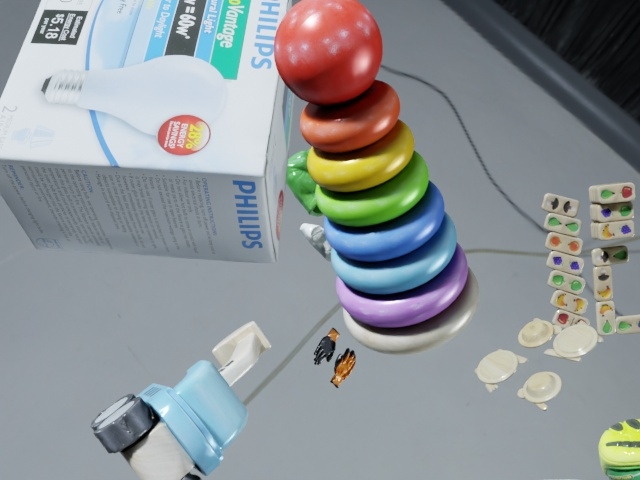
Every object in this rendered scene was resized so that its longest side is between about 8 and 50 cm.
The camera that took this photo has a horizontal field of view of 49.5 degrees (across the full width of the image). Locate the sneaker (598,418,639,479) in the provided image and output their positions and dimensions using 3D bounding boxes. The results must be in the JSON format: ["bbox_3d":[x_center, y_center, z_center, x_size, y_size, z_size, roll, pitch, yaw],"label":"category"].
[{"bbox_3d":[0.546,0.317,0.963,0.295,0.124,0.109,-1,27,24],"label":"sneaker"}]

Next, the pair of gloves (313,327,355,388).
[{"bbox_3d":[0.025,0.197,1.170,0.083,0.010,0.074,50,56,-21],"label":"pair of gloves"}]

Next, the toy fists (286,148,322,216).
[{"bbox_3d":[0.007,-0.137,1.578,0.096,0.279,0.142,-47,73,21],"label":"toy fists"}]

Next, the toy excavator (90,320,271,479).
[{"bbox_3d":[-0.246,0.342,1.504,0.445,0.433,0.222,-36,96,-22],"label":"toy excavator"}]

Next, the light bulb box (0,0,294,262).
[{"bbox_3d":[-0.228,-0.178,1.014,0.360,0.225,0.358,3,59,1],"label":"light bulb box"}]

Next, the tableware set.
[{"bbox_3d":[0.313,0.169,1.006,0.168,0.141,0.020,-41,115,-15],"label":"tableware set"}]

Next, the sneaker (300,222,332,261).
[{"bbox_3d":[0.000,0.000,1.811,0.061,0.152,0.054,27,73,41],"label":"sneaker"}]

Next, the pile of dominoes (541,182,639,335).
[{"bbox_3d":[0.465,0.036,1.117,0.195,0.040,0.251,-6,96,-1],"label":"pile of dominoes"}]

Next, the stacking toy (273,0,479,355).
[{"bbox_3d":[0.047,-0.056,0.625,0.141,0.331,0.141,-15,33,10],"label":"stacking toy"}]
